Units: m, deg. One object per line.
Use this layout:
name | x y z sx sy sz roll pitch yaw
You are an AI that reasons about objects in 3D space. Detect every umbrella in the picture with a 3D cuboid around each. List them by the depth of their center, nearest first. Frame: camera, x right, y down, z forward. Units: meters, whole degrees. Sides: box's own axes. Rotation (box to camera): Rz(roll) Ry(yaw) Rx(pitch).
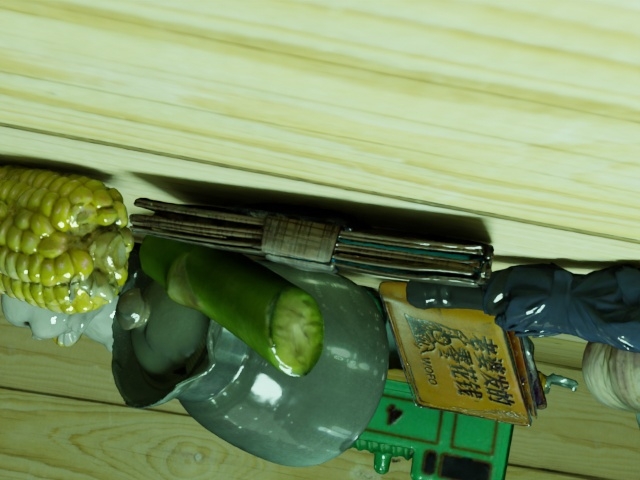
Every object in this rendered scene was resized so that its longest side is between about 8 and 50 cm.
umbrella | 0.169 0.040 0.673 0.071 0.071 0.248 16 174 -44

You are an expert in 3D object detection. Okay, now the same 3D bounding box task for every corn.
corn | -0.261 -0.008 0.652 0.292 0.101 0.101 5 172 26

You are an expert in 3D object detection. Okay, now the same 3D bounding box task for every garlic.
garlic | 0.311 0.105 0.814 0.147 0.102 0.159 -5 -176 3

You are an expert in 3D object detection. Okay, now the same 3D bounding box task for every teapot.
teapot | -0.101 0.078 0.980 0.285 0.305 0.223 24 129 -40

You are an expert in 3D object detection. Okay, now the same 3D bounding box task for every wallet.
wallet | 0.000 0.000 0.609 0.230 0.042 0.124 10 179 11
wallet | 0.162 0.131 1.039 0.161 0.042 0.195 2 131 32

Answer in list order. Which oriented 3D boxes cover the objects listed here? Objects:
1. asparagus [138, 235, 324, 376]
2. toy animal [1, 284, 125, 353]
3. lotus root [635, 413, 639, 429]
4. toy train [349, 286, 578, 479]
asparagus | -0.072 0.033 0.690 0.067 0.060 0.278 2 -169 -31
toy animal | -0.428 0.091 1.510 0.325 0.154 0.208 32 -170 -12
lotus root | 0.467 0.179 0.924 0.175 0.175 0.349 14 169 -33
toy train | 0.123 0.203 1.228 0.429 0.249 0.178 7 173 15
